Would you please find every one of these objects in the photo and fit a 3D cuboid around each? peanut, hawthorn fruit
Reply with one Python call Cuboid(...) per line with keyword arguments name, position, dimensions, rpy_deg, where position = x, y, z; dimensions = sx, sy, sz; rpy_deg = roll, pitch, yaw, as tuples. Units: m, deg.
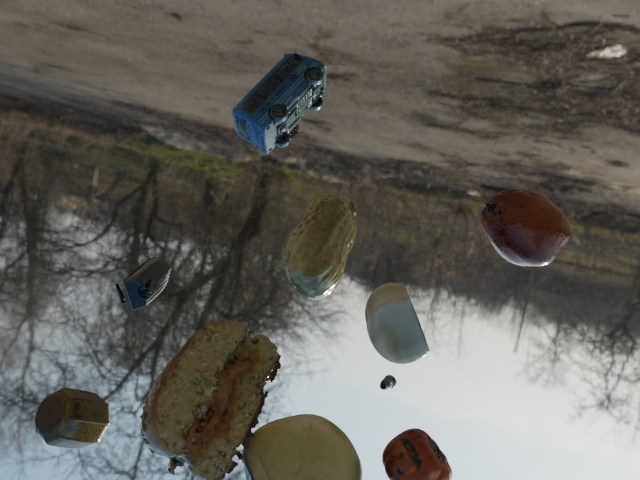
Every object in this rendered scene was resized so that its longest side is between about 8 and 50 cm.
Cuboid(name="peanut", position=(0.000, 0.000, 1.390), dimensions=(0.152, 0.313, 0.152), rpy_deg=(12, 136, 12))
Cuboid(name="hawthorn fruit", position=(0.542, -0.049, 1.689), dimensions=(0.262, 0.210, 0.210), rpy_deg=(35, 173, -17))

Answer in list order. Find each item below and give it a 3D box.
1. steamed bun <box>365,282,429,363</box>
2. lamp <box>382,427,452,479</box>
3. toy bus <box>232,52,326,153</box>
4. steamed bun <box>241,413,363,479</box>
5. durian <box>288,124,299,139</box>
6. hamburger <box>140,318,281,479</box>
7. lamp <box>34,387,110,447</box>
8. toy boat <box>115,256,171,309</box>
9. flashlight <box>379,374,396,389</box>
Cuboid(name="steamed bun", position=(0.228, 0.266, 1.944), dimensions=(0.164, 0.241, 0.146), rpy_deg=(-22, -160, 6))
Cuboid(name="lamp", position=(0.247, 0.598, 1.622), dimensions=(0.187, 0.164, 0.187), rpy_deg=(47, -171, -10))
Cuboid(name="toy bus", position=(-0.093, -0.336, 1.477), dimensions=(0.134, 0.246, 0.113), rpy_deg=(32, 157, 15))
Cuboid(name="steamed bun", position=(-0.045, 0.651, 1.670), dimensions=(0.312, 0.233, 0.333), rpy_deg=(-10, -132, -10))
Cuboid(name="durian", position=(-0.113, -0.376, 2.089), dimensions=(0.080, 0.080, 0.091), rpy_deg=(12, -149, 33))
Cuboid(name="hamburger", position=(-0.313, 0.428, 1.609), dimensions=(0.268, 0.287, 0.445), rpy_deg=(33, -143, -10))
Cuboid(name="lamp", position=(-0.698, 0.503, 1.743), dimensions=(0.161, 0.161, 0.185), rpy_deg=(12, 163, 30))
Cuboid(name="toy boat", position=(-0.482, 0.108, 1.717), dimensions=(0.103, 0.092, 0.246), rpy_deg=(-11, -163, 12))
Cuboid(name="flashlight", position=(0.240, 0.519, 2.228), dimensions=(0.051, 0.051, 0.129), rpy_deg=(12, -178, 20))
